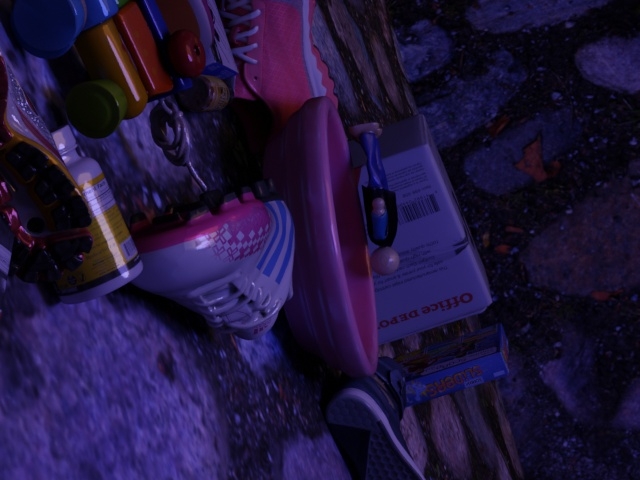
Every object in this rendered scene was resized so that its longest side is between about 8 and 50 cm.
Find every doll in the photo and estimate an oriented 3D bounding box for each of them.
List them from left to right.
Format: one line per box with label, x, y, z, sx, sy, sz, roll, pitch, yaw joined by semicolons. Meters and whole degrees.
doll;0.074;-0.049;1.629;0.129;0.046;0.189;37;44;-78

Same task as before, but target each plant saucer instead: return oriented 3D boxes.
plant saucer;0.000;0.000;1.509;0.332;0.084;0.332;-9;90;-82

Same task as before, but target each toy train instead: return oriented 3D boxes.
toy train;-0.161;-0.122;1.065;0.248;0.105;0.143;66;23;-20

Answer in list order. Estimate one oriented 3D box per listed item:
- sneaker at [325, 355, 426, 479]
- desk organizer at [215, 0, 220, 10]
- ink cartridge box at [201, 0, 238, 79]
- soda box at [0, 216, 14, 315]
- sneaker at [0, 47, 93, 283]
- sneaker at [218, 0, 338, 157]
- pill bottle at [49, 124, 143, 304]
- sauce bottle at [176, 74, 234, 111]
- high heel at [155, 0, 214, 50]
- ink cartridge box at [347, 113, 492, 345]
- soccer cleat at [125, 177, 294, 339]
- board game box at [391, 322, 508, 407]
sneaker;0.085;0.249;1.592;0.163;0.086;0.226;-69;137;-68
desk organizer;-0.118;-0.299;1.622;0.047;0.050;0.130;-76;145;-69
ink cartridge box;-0.155;-0.282;1.444;0.097;0.046;0.207;5;66;-78
soda box;-0.209;0.042;0.687;0.169;0.053;0.060;-95;161;-47
sneaker;-0.222;-0.079;0.792;0.225;0.088;0.093;65;-7;-24
sneaker;-0.072;-0.233;1.524;0.136;0.116;0.314;-47;132;-35
pill bottle;-0.175;-0.019;0.902;0.065;0.065;0.116;-66;135;-73
sauce bottle;-0.122;-0.162;1.414;0.128;0.042;0.042;-31;101;-76
high heel;-0.177;-0.305;1.302;0.244;0.082;0.117;47;34;-33
ink cartridge box;0.102;-0.010;1.801;0.114;0.197;0.273;-86;155;-62
soccer cleat;-0.079;0.027;1.140;0.331;0.116;0.143;-31;108;-76
board game box;0.154;0.175;1.736;0.136;0.201;0.035;-57;127;-74
